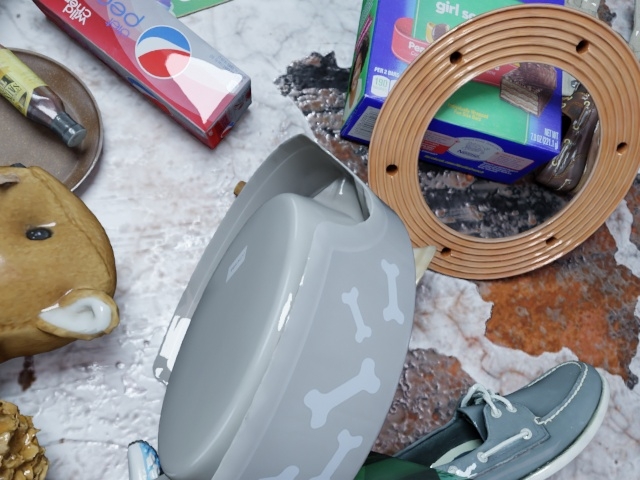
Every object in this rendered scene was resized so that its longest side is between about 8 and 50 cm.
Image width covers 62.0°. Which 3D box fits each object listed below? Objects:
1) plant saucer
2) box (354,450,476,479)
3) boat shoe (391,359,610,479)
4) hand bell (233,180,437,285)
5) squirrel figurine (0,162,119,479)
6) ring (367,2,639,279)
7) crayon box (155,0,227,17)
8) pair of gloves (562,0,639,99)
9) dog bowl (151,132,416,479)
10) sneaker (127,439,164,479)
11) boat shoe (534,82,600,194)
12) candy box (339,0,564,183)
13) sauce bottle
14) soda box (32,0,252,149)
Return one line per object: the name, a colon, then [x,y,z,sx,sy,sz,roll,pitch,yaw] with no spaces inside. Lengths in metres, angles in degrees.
plant saucer: [-0.343,-0.116,0.586,0.199,0.036,0.198,4,75,-14]
box: [0.052,0.298,0.434,0.058,0.322,0.232,-6,78,-21]
boat shoe: [0.195,0.219,0.604,0.319,0.116,0.099,-32,90,-15]
hand bell: [0.000,0.000,0.630,0.242,0.126,0.126,31,69,8]
squirrel figurine: [-0.351,0.113,0.439,0.370,0.281,0.397,-13,93,-28]
ring: [0.221,-0.102,0.636,0.337,0.032,0.336,-2,119,-4]
crayon box: [-0.210,-0.461,0.689,0.203,0.083,0.323,-29,85,-20]
pair of gloves: [0.472,-0.307,0.856,0.240,0.042,0.204,0,81,-10]
dog bowl: [-0.052,0.085,0.462,0.102,0.349,0.348,27,70,-21]
sneaker: [-0.178,0.293,0.508,0.083,0.071,0.190,-10,78,-12]
boat shoe: [0.366,-0.171,0.765,0.073,0.073,0.207,19,80,5]
candy box: [0.186,-0.270,0.725,0.268,0.122,0.317,13,72,-13]
sauce bottle: [-0.304,-0.152,0.564,0.128,0.042,0.042,42,69,0]
soda box: [-0.206,-0.225,0.616,0.263,0.092,0.083,38,84,-2]
